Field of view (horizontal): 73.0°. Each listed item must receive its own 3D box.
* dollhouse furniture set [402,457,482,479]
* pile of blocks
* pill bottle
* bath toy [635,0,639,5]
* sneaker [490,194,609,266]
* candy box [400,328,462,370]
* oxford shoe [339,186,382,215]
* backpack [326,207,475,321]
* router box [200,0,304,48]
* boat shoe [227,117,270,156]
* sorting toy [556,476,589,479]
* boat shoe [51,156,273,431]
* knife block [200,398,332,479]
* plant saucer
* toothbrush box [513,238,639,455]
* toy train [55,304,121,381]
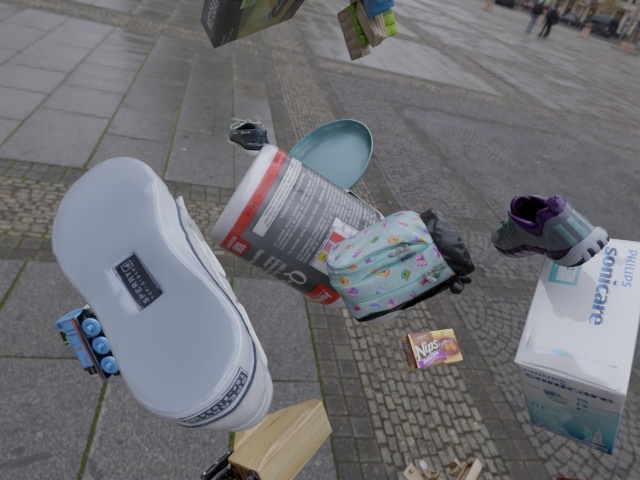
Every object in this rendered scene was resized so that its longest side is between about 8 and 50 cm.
[{"bbox_3d":[0.359,0.676,1.275,0.123,0.151,0.144,51,37,16],"label":"dollhouse furniture set"},{"bbox_3d":[0.127,-0.479,0.828,0.113,0.362,0.148,-23,85,-7],"label":"pile of blocks"},{"bbox_3d":[0.000,0.000,0.817,0.363,0.210,0.210,31,32,-13],"label":"pill bottle"},{"bbox_3d":[0.712,-0.421,0.721,0.348,0.129,0.151,10,40,-7],"label":"bath toy"},{"bbox_3d":[0.289,-0.030,0.601,0.098,0.083,0.224,47,-2,-6],"label":"sneaker"},{"bbox_3d":[0.361,0.354,1.408,0.187,0.053,0.109,0,63,-27],"label":"candy box"},{"bbox_3d":[0.106,0.009,1.037,0.147,0.397,0.140,-1,62,41],"label":"oxford shoe"},{"bbox_3d":[0.102,0.030,0.600,0.115,0.182,0.152,61,13,-10],"label":"backpack"},{"bbox_3d":[-0.145,-0.581,1.025,0.243,0.081,0.309,-28,14,-14],"label":"router box"},{"bbox_3d":[-0.196,-0.286,1.171,0.095,0.079,0.254,-2,22,-19],"label":"boat shoe"},{"bbox_3d":[0.431,0.401,0.695,0.229,0.307,0.041,-4,63,10],"label":"sorting toy"},{"bbox_3d":[-0.157,0.048,0.465,0.136,0.156,0.367,-40,53,-13],"label":"boat shoe"},{"bbox_3d":[-0.104,0.463,0.879,0.276,0.088,0.242,-18,15,-3],"label":"knife block"},{"bbox_3d":[0.015,-0.215,1.250,0.044,0.318,0.317,43,11,-44],"label":"plant saucer"},{"bbox_3d":[0.397,0.162,0.653,0.126,0.295,0.216,11,62,36],"label":"toothbrush box"},{"bbox_3d":[-0.510,0.232,0.981,0.105,0.184,0.080,-15,15,9],"label":"toy train"}]
